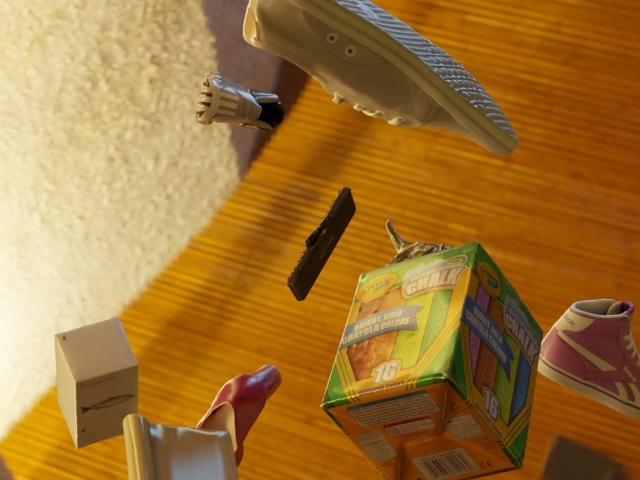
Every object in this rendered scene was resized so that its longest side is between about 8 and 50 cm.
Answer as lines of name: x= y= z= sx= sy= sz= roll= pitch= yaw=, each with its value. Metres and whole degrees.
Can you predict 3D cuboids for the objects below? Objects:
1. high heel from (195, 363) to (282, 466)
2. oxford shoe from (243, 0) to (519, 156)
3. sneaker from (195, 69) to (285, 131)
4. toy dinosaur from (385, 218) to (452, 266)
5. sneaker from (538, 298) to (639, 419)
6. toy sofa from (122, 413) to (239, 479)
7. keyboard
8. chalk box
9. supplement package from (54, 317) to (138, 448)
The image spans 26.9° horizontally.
high heel: x=-0.141 y=0.269 z=1.804 sx=0.244 sy=0.082 sz=0.117 roll=-49 pitch=-10 yaw=31
oxford shoe: x=0.080 y=-0.229 z=1.822 sx=0.130 sy=0.449 sz=0.169 roll=-53 pitch=25 yaw=20
sneaker: x=-0.122 y=-0.204 z=2.066 sx=0.228 sy=0.132 sz=0.086 roll=-104 pitch=27 yaw=-78
toy dinosaur: x=0.128 y=0.043 z=1.989 sx=0.118 sy=0.064 sz=0.268 roll=-60 pitch=20 yaw=-1
sneaker: x=0.496 y=0.188 z=2.162 sx=0.161 sy=0.282 sz=0.102 roll=-60 pitch=25 yaw=15
toy sofa: x=-0.219 y=0.357 z=1.409 sx=0.150 sy=0.177 sz=0.362 roll=-104 pitch=31 yaw=-48
keyboard: x=0.000 y=0.000 z=2.056 sx=0.180 sy=0.023 sz=0.108 roll=-60 pitch=-19 yaw=-16
chalk box: x=0.147 y=0.130 z=1.630 sx=0.179 sy=0.180 sz=0.289 roll=51 pitch=-144 yaw=-30
supplement package: x=-0.350 y=0.224 z=2.096 sx=0.105 sy=0.105 sz=0.179 roll=-15 pitch=-39 yaw=-20
